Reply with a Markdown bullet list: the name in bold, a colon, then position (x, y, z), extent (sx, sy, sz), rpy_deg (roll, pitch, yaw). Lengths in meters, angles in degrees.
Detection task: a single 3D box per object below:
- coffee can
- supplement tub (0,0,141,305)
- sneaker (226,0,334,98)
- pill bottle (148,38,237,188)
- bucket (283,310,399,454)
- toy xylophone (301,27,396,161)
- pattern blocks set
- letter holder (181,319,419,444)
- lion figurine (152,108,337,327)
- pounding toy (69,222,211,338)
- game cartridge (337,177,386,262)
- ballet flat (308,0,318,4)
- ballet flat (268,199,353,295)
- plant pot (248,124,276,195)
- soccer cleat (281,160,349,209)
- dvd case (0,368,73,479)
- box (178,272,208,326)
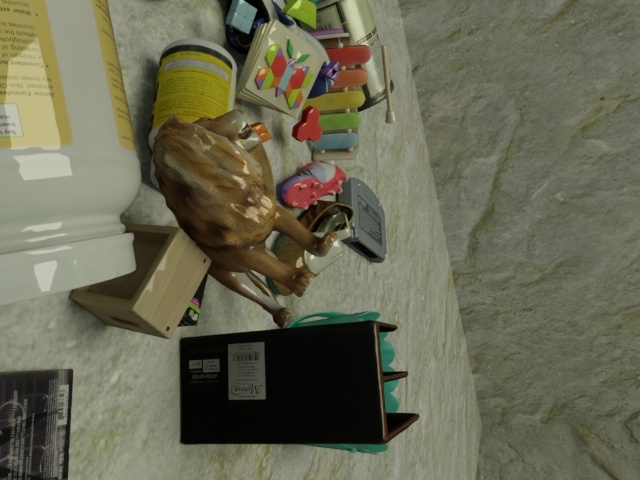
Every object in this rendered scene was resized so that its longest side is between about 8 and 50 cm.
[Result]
- **coffee can**: position (0.051, -0.481, 1.383), extent (0.201, 0.202, 0.275), rpy_deg (-69, 143, -50)
- **supplement tub**: position (-0.277, -0.118, 0.423), extent (0.241, 0.241, 0.331), rpy_deg (-18, 99, -67)
- **sneaker**: position (-0.103, -0.403, 1.116), extent (0.315, 0.127, 0.182), rpy_deg (56, 37, -34)
- **pill bottle**: position (-0.188, -0.178, 0.814), extent (0.119, 0.119, 0.208), rpy_deg (40, 46, -58)
- **bucket**: position (0.030, 0.276, 1.087), extent (0.281, 0.183, 0.281), rpy_deg (-9, 90, -68)
- **toy xylophone**: position (0.053, -0.347, 1.302), extent (0.081, 0.236, 0.322), rpy_deg (-80, 157, -55)
- **pattern blocks set**: position (-0.073, -0.319, 1.059), extent (0.325, 0.026, 0.285), rpy_deg (-8, 121, -50)
- **letter holder**: position (-0.022, 0.211, 0.830), extent (0.214, 0.302, 0.152), rpy_deg (22, 62, -64)
- **lion figurine**: position (-0.118, 0.000, 0.765), extent (0.142, 0.240, 0.392), rpy_deg (-59, 178, -31)
- **pounding toy**: position (-0.216, 0.045, 0.680), extent (0.100, 0.141, 0.130), rpy_deg (56, 48, -45)
- **game cartridge**: position (0.123, -0.062, 1.601), extent (0.297, 0.062, 0.198), rpy_deg (34, 47, -60)
- **ballet flat**: position (-0.041, -0.567, 1.197), extent (0.083, 0.087, 0.247), rpy_deg (58, -2, -39)
- **ballet flat**: position (0.000, 0.000, 1.190), extent (0.342, 0.124, 0.116), rpy_deg (-54, 131, -59)
- **plant pot**: position (-0.149, -0.105, 0.994), extent (0.236, 0.032, 0.236), rpy_deg (-9, 90, -67)
- **soccer cleat**: position (-0.028, -0.134, 1.257), extent (0.248, 0.095, 0.083), rpy_deg (-24, 146, -55)
- **dvd case**: position (-0.319, 0.203, 0.495), extent (0.221, 0.018, 0.164), rpy_deg (24, 61, -65)
- **box**: position (-0.202, 0.072, 0.776), extent (0.062, 0.052, 0.083), rpy_deg (55, 33, -50)
